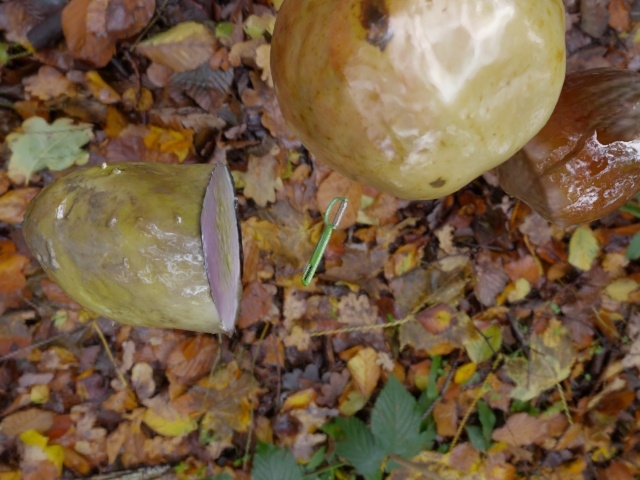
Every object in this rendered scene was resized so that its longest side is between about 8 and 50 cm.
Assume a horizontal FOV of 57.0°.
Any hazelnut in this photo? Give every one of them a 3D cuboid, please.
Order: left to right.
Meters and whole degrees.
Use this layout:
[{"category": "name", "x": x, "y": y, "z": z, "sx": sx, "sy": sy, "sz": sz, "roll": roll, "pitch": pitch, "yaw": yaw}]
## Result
[{"category": "hazelnut", "x": 0.567, "y": -0.215, "z": 1.296, "sx": 0.315, "sy": 0.372, "sz": 0.372, "roll": 28, "pitch": 115, "yaw": -33}]

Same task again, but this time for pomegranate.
[{"category": "pomegranate", "x": 0.118, "y": -0.193, "z": 0.683, "sx": 0.342, "sy": 0.342, "sz": 0.342, "roll": -10, "pitch": 131, "yaw": -12}]

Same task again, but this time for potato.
[{"category": "potato", "x": -0.238, "y": 0.003, "z": 0.737, "sx": 0.266, "sy": 0.229, "sz": 0.229, "roll": -3, "pitch": 132, "yaw": 8}]

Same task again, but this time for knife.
[{"category": "knife", "x": 0.000, "y": 0.000, "z": 1.301, "sx": 0.015, "sy": 0.054, "sz": 0.212, "roll": 26, "pitch": 86, "yaw": -49}]
